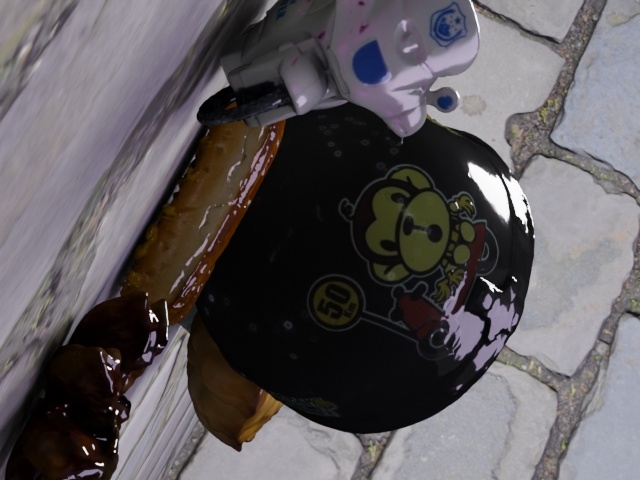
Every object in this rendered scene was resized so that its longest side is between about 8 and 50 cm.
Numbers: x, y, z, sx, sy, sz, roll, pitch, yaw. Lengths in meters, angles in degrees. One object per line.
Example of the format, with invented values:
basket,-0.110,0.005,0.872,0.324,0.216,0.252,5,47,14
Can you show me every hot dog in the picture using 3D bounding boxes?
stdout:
hot dog,-0.071,-0.019,1.131,0.165,0.045,0.071,-61,180,-10

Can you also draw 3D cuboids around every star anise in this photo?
star anise,-0.131,0.094,1.029,0.168,0.057,0.168,-155,-90,-83

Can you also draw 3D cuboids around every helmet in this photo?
helmet,0.000,0.000,1.281,0.160,0.279,0.230,32,78,-51

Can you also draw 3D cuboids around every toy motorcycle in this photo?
toy motorcycle,0.022,-0.118,1.032,0.150,0.102,0.221,-16,-161,21

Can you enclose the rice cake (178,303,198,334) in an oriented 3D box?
rice cake,-0.060,-0.010,1.723,0.237,0.043,0.127,-61,179,-3

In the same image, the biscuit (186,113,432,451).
biscuit,-0.018,0.017,1.556,0.325,0.107,0.326,-60,172,-14
